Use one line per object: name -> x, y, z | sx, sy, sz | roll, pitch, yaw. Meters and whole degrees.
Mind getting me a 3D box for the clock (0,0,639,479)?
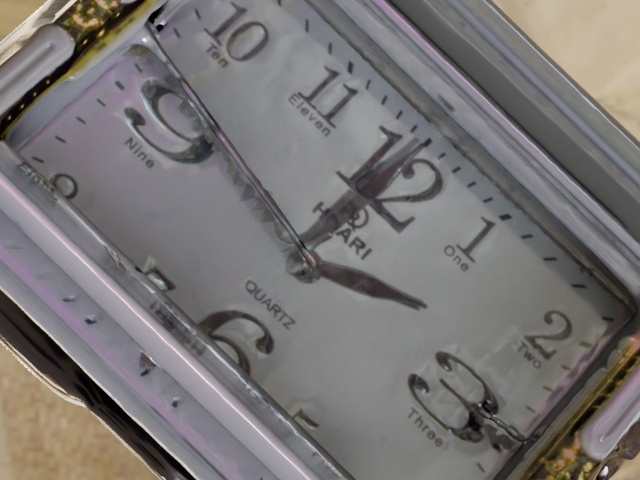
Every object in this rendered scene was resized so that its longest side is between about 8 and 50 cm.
clock -> 0.000, 0.000, 0.573 | 0.253, 0.186, 0.083 | 45, -23, 1
